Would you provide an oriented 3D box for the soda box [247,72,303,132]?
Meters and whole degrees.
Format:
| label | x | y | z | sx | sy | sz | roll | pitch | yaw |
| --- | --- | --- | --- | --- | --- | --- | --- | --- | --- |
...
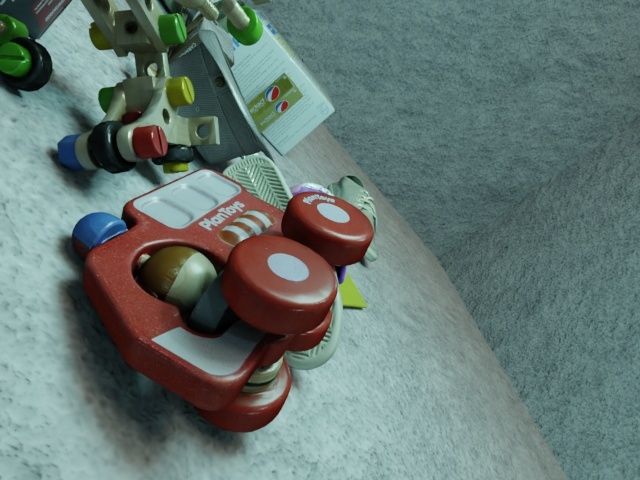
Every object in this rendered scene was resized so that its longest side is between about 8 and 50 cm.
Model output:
| label | x | y | z | sx | sy | sz | roll | pitch | yaw |
| --- | --- | --- | --- | --- | --- | --- | --- | --- | --- |
| soda box | -0.141 | -0.370 | 1.284 | 0.061 | 0.181 | 0.058 | 59 | 16 | 24 |

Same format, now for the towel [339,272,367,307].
| label | x | y | z | sx | sy | sz | roll | pitch | yaw |
| --- | --- | --- | --- | --- | --- | --- | --- | --- | --- |
| towel | 0.033 | 0.103 | 1.014 | 0.102 | 0.021 | 0.237 | 61 | 17 | 21 |

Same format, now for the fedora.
| label | x | y | z | sx | sy | sz | roll | pitch | yaw |
| --- | --- | --- | --- | --- | --- | --- | --- | --- | --- |
| fedora | -0.196 | -0.240 | 0.867 | 0.243 | 0.125 | 0.275 | -117 | -177 | -77 |

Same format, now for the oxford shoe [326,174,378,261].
| label | x | y | z | sx | sy | sz | roll | pitch | yaw |
| --- | --- | --- | --- | --- | --- | --- | --- | --- | --- |
| oxford shoe | 0.119 | -0.095 | 1.532 | 0.169 | 0.130 | 0.449 | 46 | 17 | -29 |

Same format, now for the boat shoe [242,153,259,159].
| label | x | y | z | sx | sy | sz | roll | pitch | yaw |
| --- | --- | --- | --- | --- | --- | --- | --- | --- | --- |
| boat shoe | -0.153 | -0.178 | 1.087 | 0.100 | 0.035 | 0.035 | 56 | 11 | -11 |

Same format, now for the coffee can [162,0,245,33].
| label | x | y | z | sx | sy | sz | roll | pitch | yaw |
| --- | --- | --- | --- | --- | --- | --- | --- | --- | --- |
| coffee can | -0.393 | -0.778 | 1.455 | 0.275 | 0.202 | 0.201 | 53 | 15 | 5 |

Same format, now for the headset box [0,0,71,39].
| label | x | y | z | sx | sy | sz | roll | pitch | yaw |
| --- | --- | --- | --- | --- | --- | --- | --- | --- | --- |
| headset box | -0.391 | -0.416 | 0.563 | 0.293 | 0.218 | 0.110 | 33 | 24 | -49 |

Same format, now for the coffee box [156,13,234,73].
| label | x | y | z | sx | sy | sz | roll | pitch | yaw |
| --- | --- | --- | --- | --- | --- | --- | --- | --- | --- |
| coffee box | -0.284 | -0.430 | 1.080 | 0.098 | 0.141 | 0.246 | 43 | 18 | -32 |

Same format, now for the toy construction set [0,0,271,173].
| label | x | y | z | sx | sy | sz | roll | pitch | yaw |
| --- | --- | --- | --- | --- | --- | --- | --- | --- | --- |
| toy construction set | -0.190 | -0.221 | 0.598 | 0.257 | 0.309 | 0.237 | 61 | 10 | 5 |

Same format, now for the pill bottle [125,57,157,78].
| label | x | y | z | sx | sy | sz | roll | pitch | yaw |
| --- | --- | --- | --- | --- | --- | --- | --- | --- | --- |
| pill bottle | -0.311 | -0.288 | 0.845 | 0.083 | 0.043 | 0.043 | 49 | 15 | -11 |

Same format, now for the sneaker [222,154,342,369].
| label | x | y | z | sx | sy | sz | roll | pitch | yaw |
| --- | --- | --- | --- | --- | --- | --- | --- | --- | --- |
| sneaker | -0.051 | 0.036 | 0.726 | 0.148 | 0.131 | 0.349 | 72 | -1 | -63 |

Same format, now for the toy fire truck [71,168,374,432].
| label | x | y | z | sx | sy | sz | roll | pitch | yaw |
| --- | --- | --- | --- | --- | --- | --- | --- | --- | --- |
| toy fire truck | -0.105 | 0.028 | 0.492 | 0.254 | 0.169 | 0.302 | 27 | 30 | 8 |

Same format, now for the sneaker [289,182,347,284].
| label | x | y | z | sx | sy | sz | roll | pitch | yaw |
| --- | --- | --- | --- | --- | --- | --- | --- | --- | --- |
| sneaker | 0.000 | 0.000 | 0.868 | 0.104 | 0.095 | 0.236 | -88 | 159 | -45 |

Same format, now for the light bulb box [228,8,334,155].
| label | x | y | z | sx | sy | sz | roll | pitch | yaw |
| --- | --- | --- | --- | --- | --- | --- | --- | --- | --- |
| light bulb box | -0.157 | -0.518 | 1.504 | 0.361 | 0.225 | 0.358 | 46 | 16 | -20 |
